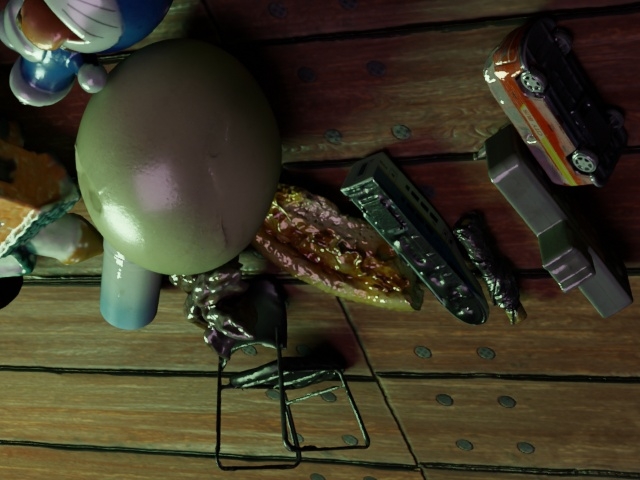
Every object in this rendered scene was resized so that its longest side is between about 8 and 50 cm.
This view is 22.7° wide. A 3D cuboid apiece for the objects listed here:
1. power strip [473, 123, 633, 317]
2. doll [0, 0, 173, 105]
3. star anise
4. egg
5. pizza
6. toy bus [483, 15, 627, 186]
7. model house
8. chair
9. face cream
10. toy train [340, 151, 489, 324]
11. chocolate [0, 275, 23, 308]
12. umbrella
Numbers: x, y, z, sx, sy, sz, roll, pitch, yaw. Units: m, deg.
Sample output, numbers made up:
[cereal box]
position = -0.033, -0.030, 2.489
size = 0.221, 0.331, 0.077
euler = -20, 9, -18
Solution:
[power strip]
position = 0.240, -0.003, 1.614
size = 0.061, 0.145, 0.215
euler = -35, 112, 18
[doll]
position = -0.258, -0.250, 1.631
size = 0.257, 0.161, 0.215
euler = -41, 71, 46
[star anise]
position = -0.133, 0.040, 1.873
size = 0.212, 0.073, 0.196
euler = 134, 117, -71
[egg]
position = -0.150, -0.085, 1.693
size = 0.219, 0.219, 0.269
euler = 11, 131, 20
[pizza]
position = 0.001, 0.004, 1.824
size = 0.271, 0.056, 0.134
euler = 35, 147, -8
[toy bus]
position = 0.225, -0.133, 1.549
size = 0.077, 0.079, 0.174
euler = -9, 127, 47
[model house]
position = -0.392, -0.065, 1.919
size = 0.301, 0.190, 0.271
euler = 21, 139, -32
[chair]
position = -0.049, 0.165, 1.986
size = 0.140, 0.221, 0.145
euler = -22, 161, 41
[face cream]
position = -0.224, 0.003, 1.931
size = 0.077, 0.077, 0.250
euler = 21, 137, 8
[toy train]
position = 0.116, 0.003, 1.763
size = 0.052, 0.051, 0.234
euler = -20, 124, 41
[chocolate]
position = -0.459, 0.029, 2.062
size = 0.133, 0.124, 0.127
euler = 46, 153, 27
[umbrella]
position = 0.190, 0.031, 1.760
size = 0.037, 0.040, 0.144
euler = -5, 126, 42
